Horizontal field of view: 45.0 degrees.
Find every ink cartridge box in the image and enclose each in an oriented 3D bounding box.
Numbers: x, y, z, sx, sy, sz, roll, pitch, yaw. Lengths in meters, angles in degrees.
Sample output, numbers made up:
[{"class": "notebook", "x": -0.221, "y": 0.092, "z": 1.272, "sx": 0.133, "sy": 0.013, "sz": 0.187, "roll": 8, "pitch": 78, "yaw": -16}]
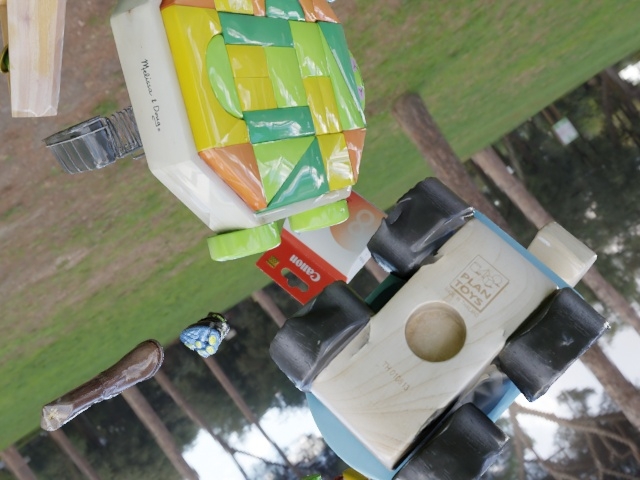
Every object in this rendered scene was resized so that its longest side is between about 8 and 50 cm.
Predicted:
[{"class": "ink cartridge box", "x": 0.000, "y": 0.000, "z": 1.155, "sx": 0.179, "sy": 0.145, "sz": 0.045, "roll": -48, "pitch": 153, "yaw": -8}]

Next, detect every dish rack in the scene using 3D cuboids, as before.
[{"class": "dish rack", "x": -0.250, "y": -0.174, "z": 1.129, "sx": 0.271, "sy": 0.074, "sz": 0.208, "roll": -30, "pitch": -162, "yaw": -27}]

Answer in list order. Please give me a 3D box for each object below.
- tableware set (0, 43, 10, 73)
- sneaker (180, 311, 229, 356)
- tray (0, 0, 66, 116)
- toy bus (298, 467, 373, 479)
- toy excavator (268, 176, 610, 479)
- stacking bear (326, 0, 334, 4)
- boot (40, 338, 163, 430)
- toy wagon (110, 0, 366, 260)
[{"class": "tableware set", "x": -0.446, "y": -0.213, "z": 1.074, "sx": 0.154, "sy": 0.024, "sz": 0.104, "roll": -70, "pitch": -176, "yaw": -45}, {"class": "sneaker", "x": -0.198, "y": 0.155, "z": 1.339, "sx": 0.078, "sy": 0.067, "sz": 0.188, "roll": -59, "pitch": -178, "yaw": -14}, {"class": "tray", "x": -0.390, "y": -0.345, "z": 1.034, "sx": 0.076, "sy": 0.202, "sz": 0.411, "roll": -7, "pitch": 166, "yaw": -22}, {"class": "toy bus", "x": 0.079, "y": 0.334, "z": 0.920, "sx": 0.104, "sy": 0.191, "sz": 0.202, "roll": -16, "pitch": 158, "yaw": -48}, {"class": "toy excavator", "x": 0.178, "y": 0.095, "z": 0.903, "sx": 0.433, "sy": 0.222, "sz": 0.445, "roll": -45, "pitch": 163, "yaw": -9}, {"class": "stacking bear", "x": -0.052, "y": -0.436, "z": 1.279, "sx": 0.289, "sy": 0.164, "sz": 0.175, "roll": -25, "pitch": 169, "yaw": 17}, {"class": "boot", "x": -0.228, "y": 0.150, "z": 0.802, "sx": 0.106, "sy": 0.037, "sz": 0.114, "roll": -42, "pitch": 169, "yaw": 25}, {"class": "toy wagon", "x": -0.035, "y": -0.138, "z": 0.667, "sx": 0.068, "sy": 0.267, "sz": 0.344, "roll": -11, "pitch": -174, "yaw": 31}]
